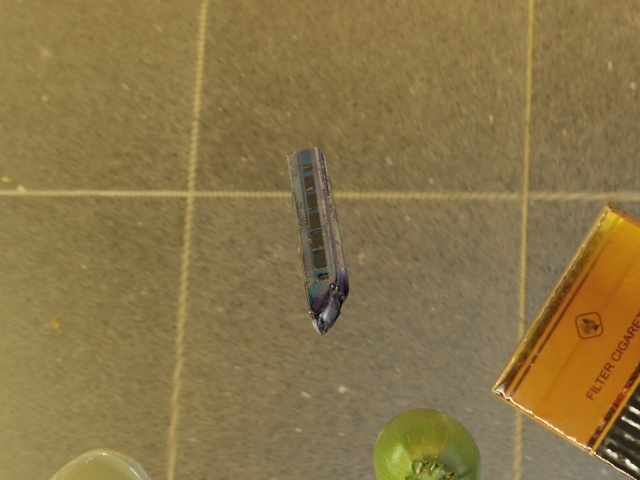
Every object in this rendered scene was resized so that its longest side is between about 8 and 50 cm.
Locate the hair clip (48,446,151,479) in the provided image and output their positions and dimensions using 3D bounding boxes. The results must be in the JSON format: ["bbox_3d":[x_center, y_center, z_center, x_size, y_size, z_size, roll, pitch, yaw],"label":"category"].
[{"bbox_3d":[-0.221,0.291,1.337,0.172,0.282,0.113,36,62,10],"label":"hair clip"}]

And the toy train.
[{"bbox_3d":[0.000,0.000,0.544,0.017,0.017,0.083,-15,53,9],"label":"toy train"}]

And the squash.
[{"bbox_3d":[0.099,0.209,1.302,0.101,0.379,0.101,0,87,3],"label":"squash"}]

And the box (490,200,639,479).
[{"bbox_3d":[0.254,0.098,0.920,0.237,0.070,0.152,32,100,12],"label":"box"}]
